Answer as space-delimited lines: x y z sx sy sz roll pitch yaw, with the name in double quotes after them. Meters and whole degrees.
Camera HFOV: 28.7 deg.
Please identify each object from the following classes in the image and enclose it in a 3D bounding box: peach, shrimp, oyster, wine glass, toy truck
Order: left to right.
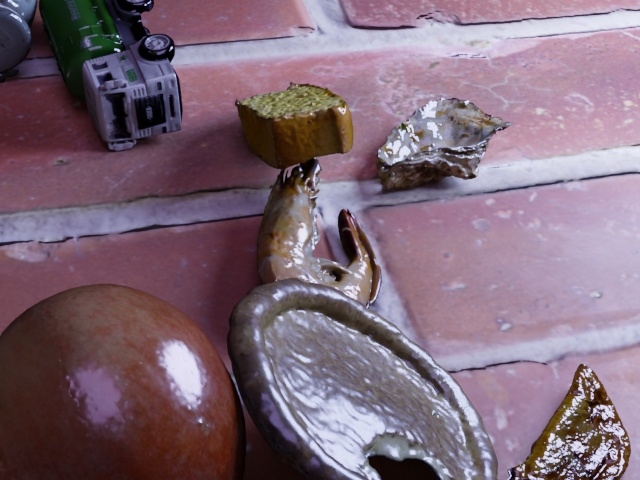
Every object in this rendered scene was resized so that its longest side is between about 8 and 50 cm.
-0.385 -0.291 1.453 0.111 0.111 0.204 -2 49 -10 "wine glass"
-0.178 0.166 0.973 0.252 0.252 0.252 4 47 -5 "peach"
-0.238 -0.216 1.416 0.124 0.101 0.243 -15 48 -16 "toy truck"
0.001 -0.003 1.283 0.132 0.053 0.236 9 43 -8 "shrimp"
0.132 -0.105 1.398 0.105 0.056 0.177 28 48 26 "oyster"

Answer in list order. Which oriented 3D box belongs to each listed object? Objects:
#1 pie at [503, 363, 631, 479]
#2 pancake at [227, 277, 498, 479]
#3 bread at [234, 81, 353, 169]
0.235 0.196 1.145 0.088 0.033 0.191 35 45 12 "pie"
0.041 0.138 1.065 0.288 0.033 0.286 35 23 -15 "pancake"
-0.028 -0.128 1.350 0.103 0.065 0.187 -18 22 -15 "bread"
